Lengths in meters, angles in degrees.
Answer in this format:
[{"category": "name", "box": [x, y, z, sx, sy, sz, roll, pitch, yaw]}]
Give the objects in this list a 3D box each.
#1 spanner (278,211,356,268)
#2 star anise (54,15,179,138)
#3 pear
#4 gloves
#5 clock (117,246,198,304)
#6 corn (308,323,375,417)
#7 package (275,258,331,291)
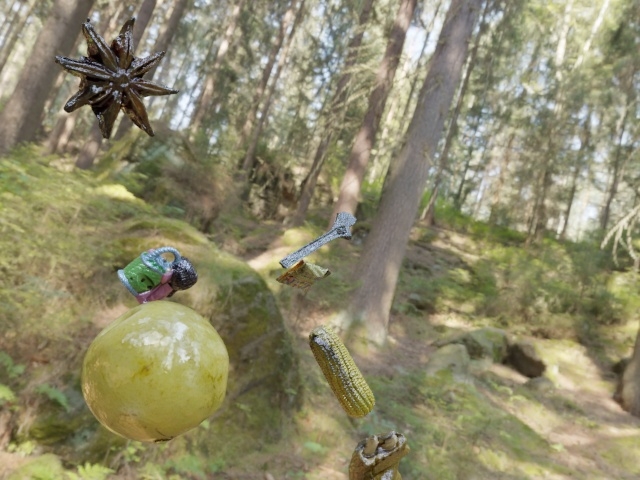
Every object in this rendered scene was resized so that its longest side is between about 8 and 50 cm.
[{"category": "spanner", "box": [0.000, 0.000, 1.719, 0.093, 0.325, 0.026, 57, -36, 3]}, {"category": "star anise", "box": [-0.441, -0.341, 1.220, 0.103, 0.272, 0.272, 15, -11, 45]}, {"category": "pear", "box": [-0.392, 0.313, 1.367, 0.348, 0.348, 0.348, 17, -13, 4]}, {"category": "gloves", "box": [0.157, 0.646, 1.566, 0.155, 0.203, 0.356, 7, -51, 15]}, {"category": "clock", "box": [-0.479, 0.106, 1.710, 0.100, 0.195, 0.194, 53, -11, 40]}, {"category": "corn", "box": [0.041, 0.265, 1.148, 0.203, 0.072, 0.072, 61, -17, 0]}, {"category": "package", "box": [-0.047, 0.099, 1.587, 0.108, 0.031, 0.121, -37, -38, 25]}]
